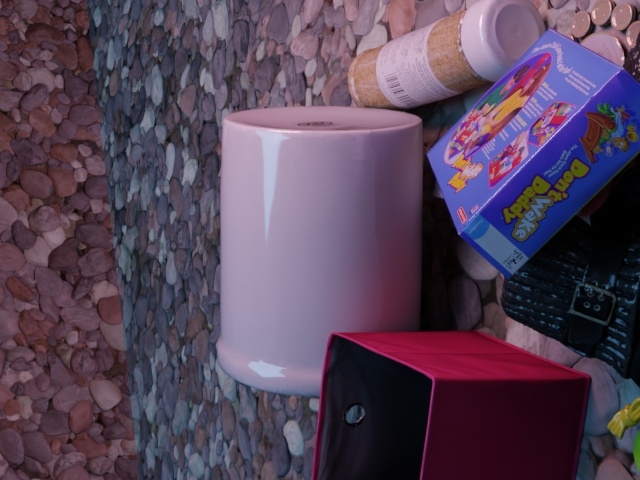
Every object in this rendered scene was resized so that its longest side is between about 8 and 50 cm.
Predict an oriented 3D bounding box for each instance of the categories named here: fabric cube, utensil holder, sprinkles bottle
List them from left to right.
[{"bbox_3d":[0.000,0.000,1.552,0.328,0.328,0.385,23,117,58],"label":"utensil holder"},{"bbox_3d":[0.180,-0.273,1.526,0.355,0.121,0.121,-8,81,60],"label":"sprinkles bottle"},{"bbox_3d":[0.168,0.269,1.368,0.259,0.258,0.254,18,104,59],"label":"fabric cube"}]

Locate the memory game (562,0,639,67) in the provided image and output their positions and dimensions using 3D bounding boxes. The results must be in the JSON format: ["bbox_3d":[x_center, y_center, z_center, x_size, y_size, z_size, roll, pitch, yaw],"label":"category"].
[{"bbox_3d":[0.364,-0.222,1.314,0.186,0.012,0.186,-7,81,59],"label":"memory game"}]

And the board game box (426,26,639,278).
[{"bbox_3d":[0.246,-0.118,1.176,0.233,0.078,0.347,-46,12,14],"label":"board game box"}]

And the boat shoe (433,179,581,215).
[{"bbox_3d":[0.252,-0.088,1.405,0.302,0.109,0.094,18,102,62],"label":"boat shoe"}]

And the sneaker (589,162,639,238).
[{"bbox_3d":[0.406,-0.070,1.149,0.232,0.090,0.081,-55,43,43],"label":"sneaker"}]

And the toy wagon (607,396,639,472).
[{"bbox_3d":[0.432,0.306,1.032,0.344,0.068,0.267,58,137,27],"label":"toy wagon"}]

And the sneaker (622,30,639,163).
[{"bbox_3d":[0.410,-0.191,1.139,0.275,0.110,0.107,101,178,-48],"label":"sneaker"}]

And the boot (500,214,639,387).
[{"bbox_3d":[0.353,0.009,1.096,0.260,0.131,0.348,37,125,28],"label":"boot"}]
